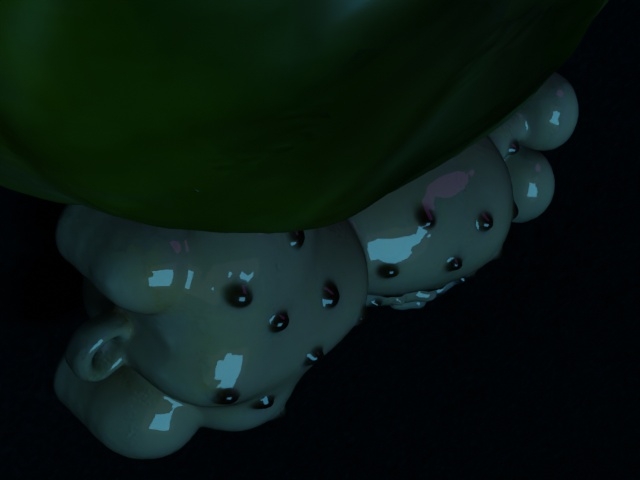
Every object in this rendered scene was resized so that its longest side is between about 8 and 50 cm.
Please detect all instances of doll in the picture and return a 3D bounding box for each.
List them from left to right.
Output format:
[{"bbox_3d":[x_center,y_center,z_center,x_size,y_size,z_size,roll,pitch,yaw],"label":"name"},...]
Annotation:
[{"bbox_3d":[0.001,-0.002,0.772,0.278,0.119,0.154,-18,138,-42],"label":"doll"}]

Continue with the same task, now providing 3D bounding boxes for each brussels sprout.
[{"bbox_3d":[-0.030,-0.151,0.464,0.354,0.281,0.289,-9,117,-65],"label":"brussels sprout"}]
